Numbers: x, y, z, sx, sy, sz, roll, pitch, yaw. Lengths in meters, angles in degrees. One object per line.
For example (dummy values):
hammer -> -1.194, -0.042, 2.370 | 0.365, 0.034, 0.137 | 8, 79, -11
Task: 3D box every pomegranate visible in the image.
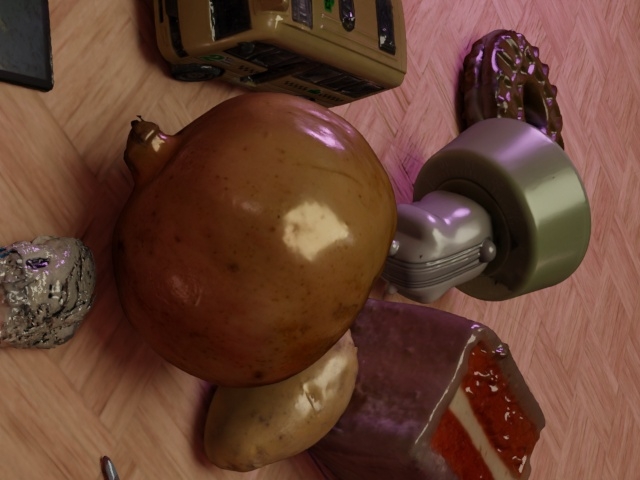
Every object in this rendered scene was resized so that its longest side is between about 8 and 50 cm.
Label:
pomegranate -> -0.087, -0.015, 1.343 | 0.338, 0.338, 0.338 | 23, 63, -55

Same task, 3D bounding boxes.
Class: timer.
timer -> 0.210, -0.011, 1.903 | 0.315, 0.290, 0.291 | -25, 104, -36

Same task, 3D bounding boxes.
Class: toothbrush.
toothbrush -> -0.200, 0.319, 1.322 | 0.013, 0.019, 0.193 | -32, 108, -56

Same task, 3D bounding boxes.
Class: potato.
potato -> -0.041, 0.184, 1.487 | 0.128, 0.161, 0.235 | 73, 29, -44

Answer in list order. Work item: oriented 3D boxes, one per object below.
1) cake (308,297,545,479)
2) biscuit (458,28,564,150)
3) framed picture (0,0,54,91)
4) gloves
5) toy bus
cake -> 0.135, 0.245, 1.649 | 0.237, 0.230, 0.309 | -57, 139, -23
biscuit -> 0.365, -0.232, 2.324 | 0.332, 0.103, 0.332 | 21, 65, -56
framed picture -> -0.389, -0.296, 1.186 | 0.347, 0.016, 0.265 | 7, 75, -59
gloves -> -0.276, 0.053, 1.218 | 0.153, 0.070, 0.114 | -11, 91, -61
toy bus -> -0.045, -0.284, 1.569 | 0.365, 0.202, 0.177 | 7, 77, -58
